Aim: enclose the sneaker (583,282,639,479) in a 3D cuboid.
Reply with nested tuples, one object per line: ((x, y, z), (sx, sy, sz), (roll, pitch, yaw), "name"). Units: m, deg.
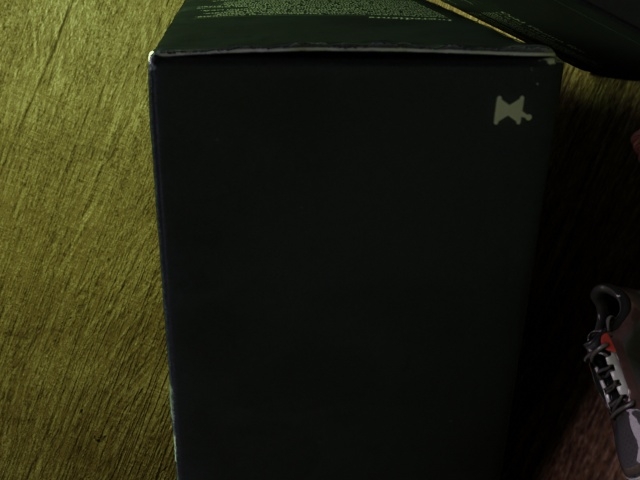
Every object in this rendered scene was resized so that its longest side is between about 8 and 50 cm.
((0.222, 0.101, 0.545), (0.061, 0.064, 0.158), (126, 161, -51), "sneaker")

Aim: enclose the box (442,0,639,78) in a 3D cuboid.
((0.198, -0.282, 0.623), (0.312, 0.343, 0.179), (-109, 42, -71), "box")

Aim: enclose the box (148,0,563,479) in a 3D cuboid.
((0.000, 0.000, 0.772), (0.472, 0.297, 0.480), (-108, 18, -65), "box")

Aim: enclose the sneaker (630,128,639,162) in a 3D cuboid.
((0.290, -0.065, 0.586), (0.057, 0.047, 0.119), (-44, 27, 38), "sneaker")
